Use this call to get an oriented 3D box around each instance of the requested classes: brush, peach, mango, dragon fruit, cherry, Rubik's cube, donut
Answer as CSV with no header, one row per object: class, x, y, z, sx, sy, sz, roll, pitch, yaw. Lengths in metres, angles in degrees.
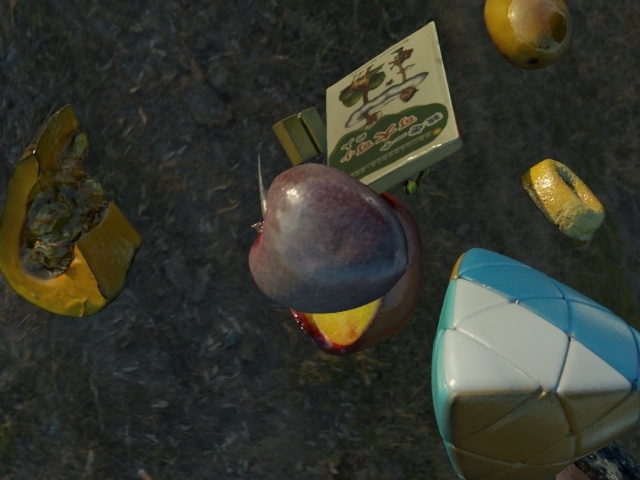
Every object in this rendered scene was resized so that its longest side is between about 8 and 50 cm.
brush,-0.004,-0.164,1.752,0.103,0.047,0.233,-30,93,-36
peach,0.087,0.070,1.984,0.310,0.335,0.406,-5,98,-62
mango,0.296,-0.324,1.182,0.136,0.099,0.227,20,34,-13
dragon fruit,0.193,-0.196,1.907,0.142,0.138,0.175,24,91,20
cherry,0.000,0.000,1.178,0.266,0.213,0.183,23,23,12
Rubik's cube,0.159,0.103,0.773,0.254,0.254,0.254,6,76,-26
donut,0.466,-0.082,1.548,0.178,0.065,0.162,46,34,9

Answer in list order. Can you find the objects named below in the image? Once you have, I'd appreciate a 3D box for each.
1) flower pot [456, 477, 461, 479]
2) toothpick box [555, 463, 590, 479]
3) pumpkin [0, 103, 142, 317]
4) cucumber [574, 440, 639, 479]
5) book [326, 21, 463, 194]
flower pot,0.307,0.572,1.615,0.269,0.269,0.166,58,35,-4
toothpick box,0.472,0.408,1.355,0.149,0.098,0.098,31,66,-34
pumpkin,-0.340,-0.022,1.153,0.190,0.280,0.139,28,38,-6
cucumber,0.366,0.272,1.202,0.303,0.072,0.081,42,68,2
book,0.122,-0.233,1.499,0.043,0.260,0.371,42,30,-34
